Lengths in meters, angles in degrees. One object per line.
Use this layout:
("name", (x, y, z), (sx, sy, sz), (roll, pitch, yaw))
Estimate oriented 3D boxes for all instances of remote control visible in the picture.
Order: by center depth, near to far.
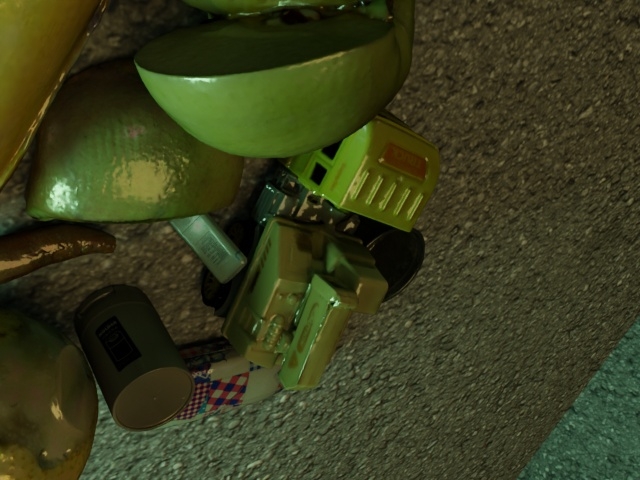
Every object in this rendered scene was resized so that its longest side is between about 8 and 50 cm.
("remote control", (-0.154, -0.001, 0.795), (0.053, 0.124, 0.018), (-44, 173, 13))

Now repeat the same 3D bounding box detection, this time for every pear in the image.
("pear", (-0.390, 0.214, 0.671), (0.271, 0.271, 0.271), (-19, 130, -24))

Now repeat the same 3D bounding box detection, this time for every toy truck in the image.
("toy truck", (0.000, 0.000, 0.816), (0.181, 0.254, 0.405), (17, 107, -38))

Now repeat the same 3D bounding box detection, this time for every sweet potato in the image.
("sweet potato", (-0.376, 0.027, 0.693), (0.256, 0.058, 0.078), (-24, 150, -16))

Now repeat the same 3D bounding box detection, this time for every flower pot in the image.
("flower pot", (0.083, 0.018, 0.986), (0.158, 0.107, 0.157), (-21, 134, -24))

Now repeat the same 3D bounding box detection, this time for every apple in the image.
("apple", (-0.042, -0.226, 0.581), (0.292, 0.254, 0.291), (4, 90, -70))
("apple", (-0.197, -0.112, 0.684), (0.265, 0.120, 0.193), (-8, 114, -35))

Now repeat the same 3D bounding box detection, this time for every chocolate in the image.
("chocolate", (-0.336, -0.142, 0.552), (0.162, 0.162, 0.445), (17, 114, -42))

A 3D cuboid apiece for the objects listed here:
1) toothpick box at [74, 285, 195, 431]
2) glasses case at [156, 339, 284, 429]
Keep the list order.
("toothpick box", (-0.253, 0.153, 0.785), (0.111, 0.181, 0.111), (-21, 132, -25))
("glasses case", (-0.178, 0.231, 0.970), (0.328, 0.076, 0.125), (-7, 123, -34))
